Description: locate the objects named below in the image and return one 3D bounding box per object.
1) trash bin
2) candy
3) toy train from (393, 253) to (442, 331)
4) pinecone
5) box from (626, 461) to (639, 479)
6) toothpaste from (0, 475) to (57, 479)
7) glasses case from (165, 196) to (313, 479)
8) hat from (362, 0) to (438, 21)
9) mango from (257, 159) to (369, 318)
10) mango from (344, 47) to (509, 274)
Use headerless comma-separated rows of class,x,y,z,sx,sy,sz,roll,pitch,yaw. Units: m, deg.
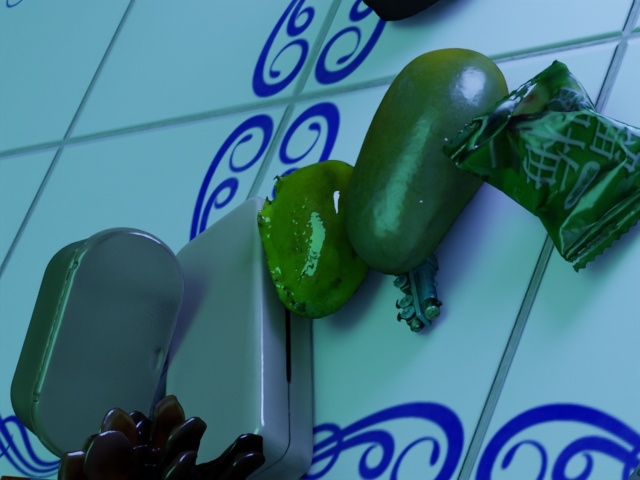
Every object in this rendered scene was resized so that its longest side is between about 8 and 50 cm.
trash bin,-0.245,0.106,1.972,0.247,0.121,0.243,180,107,-73
candy,0.223,-0.072,1.653,0.141,0.078,0.203,-53,48,10
toy train,0.093,0.048,1.752,0.045,0.029,0.092,-31,36,19
pinecone,-0.113,0.278,1.612,0.264,0.264,0.264,-33,37,29
box,0.271,0.230,1.335,0.115,0.036,0.177,-58,32,-6
toothpaste,-0.289,0.277,1.987,0.193,0.070,0.044,-5,57,50
glasses case,-0.082,0.114,1.869,0.144,0.076,0.336,-35,36,29
hat,0.125,-0.404,1.979,0.336,0.209,0.238,-30,35,30
mango,0.001,0.000,1.849,0.119,0.100,0.178,-24,47,33
mango,0.100,-0.073,1.778,0.156,0.114,0.251,-6,56,50
